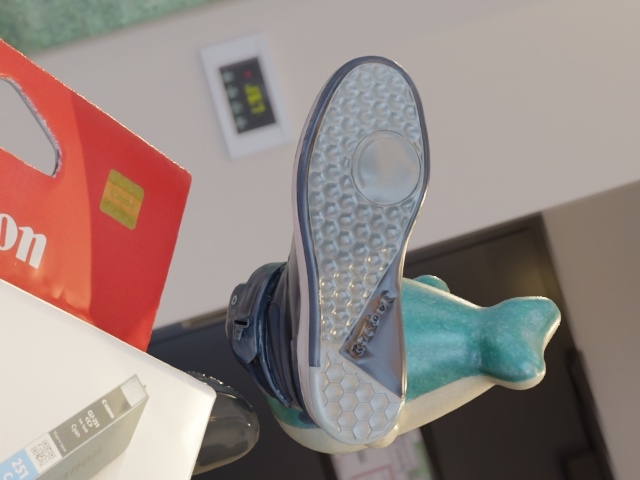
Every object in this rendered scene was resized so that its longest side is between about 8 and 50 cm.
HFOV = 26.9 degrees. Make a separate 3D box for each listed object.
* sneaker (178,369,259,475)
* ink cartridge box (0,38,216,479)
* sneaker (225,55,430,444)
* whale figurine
[{"bbox_3d":[-0.185,0.190,1.108,0.130,0.286,0.109,-121,-152,-53],"label":"sneaker"},{"bbox_3d":[-0.158,0.027,0.610,0.296,0.066,0.261,36,64,-49],"label":"ink cartridge box"},{"bbox_3d":[-0.002,0.001,0.842,0.163,0.086,0.226,-169,-95,-71],"label":"sneaker"},{"bbox_3d":[0.067,0.085,1.174,0.141,0.272,0.216,63,34,-25],"label":"whale figurine"}]
